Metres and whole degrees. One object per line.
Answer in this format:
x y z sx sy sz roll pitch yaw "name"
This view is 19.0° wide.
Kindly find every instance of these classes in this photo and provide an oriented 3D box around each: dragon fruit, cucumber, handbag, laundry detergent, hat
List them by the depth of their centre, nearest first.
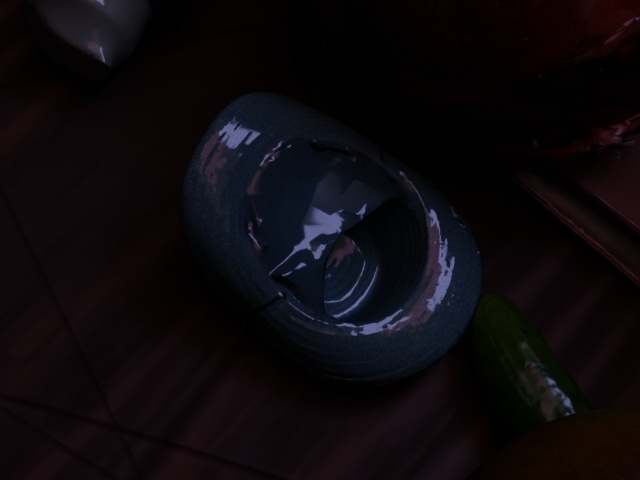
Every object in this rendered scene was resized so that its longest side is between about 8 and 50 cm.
0.153 0.134 1.070 0.056 0.056 0.250 -28 68 -22 "cucumber"
0.113 -0.208 1.093 0.295 0.302 0.296 1 45 -1 "dragon fruit"
0.000 0.000 1.106 0.191 0.078 0.138 40 70 -9 "hat"
0.233 -0.071 1.190 0.157 0.059 0.212 38 61 10 "handbag"
-0.111 -0.230 1.192 0.143 0.094 0.290 22 61 -2 "laundry detergent"

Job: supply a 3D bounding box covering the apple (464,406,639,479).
0.132 0.200 0.941 0.237 0.207 0.237 5 77 -19 "apple"
